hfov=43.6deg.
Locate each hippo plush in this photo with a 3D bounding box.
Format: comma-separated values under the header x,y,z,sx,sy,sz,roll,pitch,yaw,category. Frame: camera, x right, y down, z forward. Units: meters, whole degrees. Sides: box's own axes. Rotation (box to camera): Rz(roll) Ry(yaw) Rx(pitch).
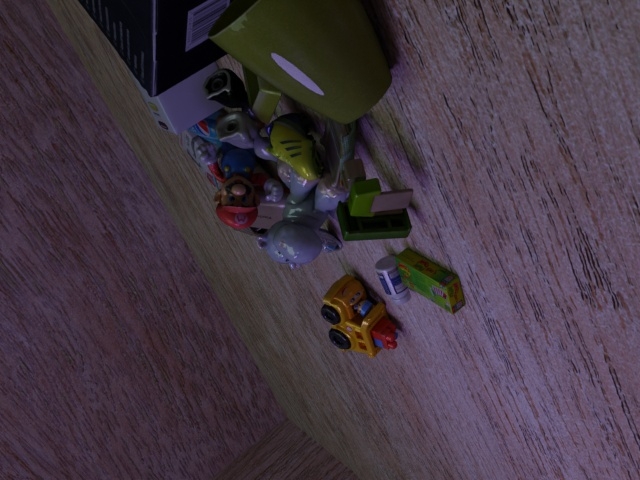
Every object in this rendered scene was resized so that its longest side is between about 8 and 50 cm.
x,y,z,sx,sy,sz,roll,pitch,yaw,category
-0.068,-0.065,2.025,0.234,0.236,0.294,43,165,-26,hippo plush

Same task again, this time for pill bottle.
x,y,z,sx,sy,sz,roll,pitch,yaw,category
0.189,0.103,2.041,0.067,0.067,0.120,23,143,56,pill bottle

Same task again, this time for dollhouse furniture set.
x,y,z,sx,sy,sz,roll,pitch,yaw,category
0.106,-0.175,1.773,0.197,0.151,0.301,101,159,-56,dollhouse furniture set

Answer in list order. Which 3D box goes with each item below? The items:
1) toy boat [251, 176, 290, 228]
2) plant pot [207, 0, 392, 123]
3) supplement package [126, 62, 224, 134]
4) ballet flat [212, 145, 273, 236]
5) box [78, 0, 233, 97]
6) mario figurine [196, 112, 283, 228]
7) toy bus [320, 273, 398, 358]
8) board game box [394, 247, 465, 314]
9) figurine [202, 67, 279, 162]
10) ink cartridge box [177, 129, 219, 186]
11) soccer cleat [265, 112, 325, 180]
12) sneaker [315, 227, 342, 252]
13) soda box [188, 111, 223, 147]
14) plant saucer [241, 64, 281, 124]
x,y,z,sx,sy,sz,roll,pitch,yaw,category
-0.132,-0.123,2.308,0.231,0.151,0.151,8,144,21,toy boat
-0.009,-0.366,1.487,0.293,0.274,0.275,45,165,-22,plant pot
-0.409,-0.468,2.271,0.145,0.204,0.261,25,145,54,supplement package
-0.212,-0.141,2.488,0.182,0.164,0.483,27,160,11,ballet flat
-0.390,-0.663,1.765,0.471,0.297,0.480,51,160,6,box
-0.215,-0.191,2.158,0.198,0.320,0.170,-9,165,30,mario figurine
0.130,0.229,2.302,0.211,0.149,0.220,16,137,41,toy bus
0.259,0.095,1.901,0.181,0.043,0.092,32,150,47,board game box
-0.183,-0.306,2.036,0.209,0.092,0.214,24,-138,-57,figurine
-0.375,-0.306,2.635,0.218,0.092,0.158,52,160,13,ink cartridge box
-0.066,-0.212,1.898,0.289,0.121,0.093,-109,-1,-55,soccer cleat
0.000,0.000,2.226,0.083,0.071,0.191,29,-167,29,sneaker
-0.331,-0.350,2.426,0.210,0.071,0.067,30,148,26,soda box
-0.147,-0.393,1.909,0.188,0.045,0.188,134,126,-70,plant saucer
